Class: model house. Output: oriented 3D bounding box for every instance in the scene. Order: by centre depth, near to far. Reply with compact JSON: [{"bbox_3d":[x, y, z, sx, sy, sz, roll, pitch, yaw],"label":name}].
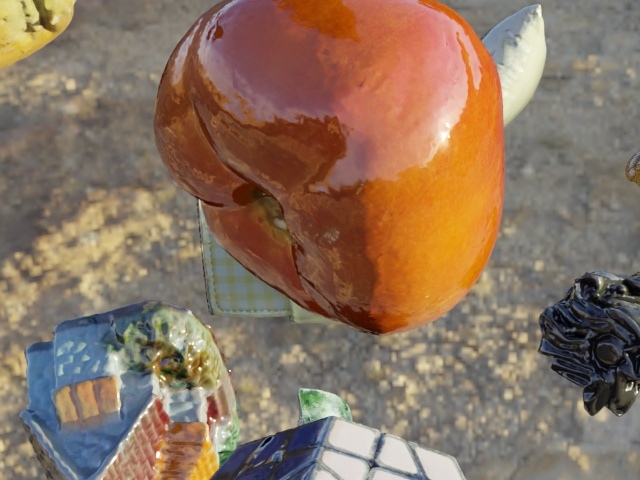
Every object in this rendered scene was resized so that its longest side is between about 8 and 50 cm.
[{"bbox_3d":[-0.275,0.334,1.905,0.297,0.360,0.339,-8,43,2],"label":"model house"}]

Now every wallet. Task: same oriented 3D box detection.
[{"bbox_3d":[0.000,0.000,1.662,0.309,0.223,0.077,0,11,13],"label":"wallet"}]

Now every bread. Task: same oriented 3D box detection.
[{"bbox_3d":[-0.372,-0.313,1.608,0.133,0.174,0.251,16,55,17],"label":"bread"},{"bbox_3d":[0.497,-0.114,1.947,0.081,0.046,0.083,-47,9,-8],"label":"bread"}]

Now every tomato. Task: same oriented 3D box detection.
[{"bbox_3d":[0.013,-0.063,0.832,0.260,0.260,0.180,23,58,39],"label":"tomato"}]

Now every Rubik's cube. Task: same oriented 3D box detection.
[{"bbox_3d":[0.009,0.308,1.095,0.319,0.264,0.319,-34,14,10],"label":"Rubik's cube"}]

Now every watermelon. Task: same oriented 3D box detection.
[{"bbox_3d":[-0.002,0.217,1.549,0.061,0.085,0.085,-18,14,43],"label":"watermelon"}]

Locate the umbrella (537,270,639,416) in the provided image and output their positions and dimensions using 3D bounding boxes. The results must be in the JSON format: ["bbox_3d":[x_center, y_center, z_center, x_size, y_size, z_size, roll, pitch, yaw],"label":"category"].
[{"bbox_3d":[0.292,0.066,1.125,0.110,0.122,0.272,10,14,36],"label":"umbrella"}]

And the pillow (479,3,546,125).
[{"bbox_3d":[0.157,-0.137,1.287,0.078,0.144,0.254,36,-7,1],"label":"pillow"}]
